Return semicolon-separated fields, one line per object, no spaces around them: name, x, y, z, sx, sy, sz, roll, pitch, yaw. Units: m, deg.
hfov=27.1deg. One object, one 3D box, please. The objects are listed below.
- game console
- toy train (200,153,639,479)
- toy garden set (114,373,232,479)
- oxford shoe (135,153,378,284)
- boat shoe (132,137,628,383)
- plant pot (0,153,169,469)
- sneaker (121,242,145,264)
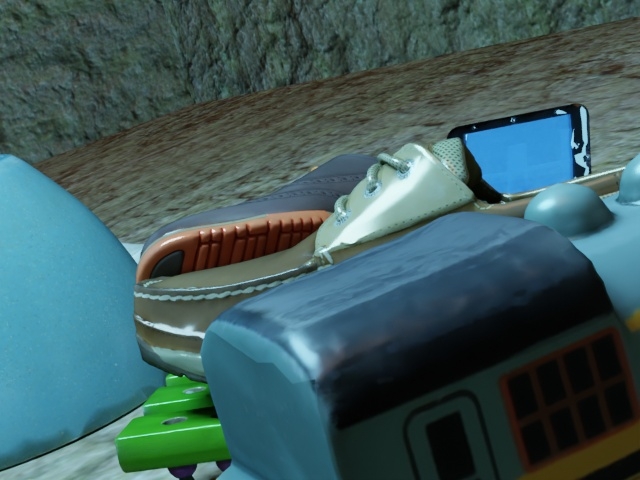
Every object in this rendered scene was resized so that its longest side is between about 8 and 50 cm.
game console;0.161;-0.057;1.176;0.144;0.085;0.124;-9;13;33
toy train;0.121;0.063;0.419;0.334;0.190;0.142;-21;13;-19
toy garden set;0.008;0.093;0.783;0.204;0.049;0.244;-9;7;6
oxford shoe;0.000;0.000;0.830;0.271;0.097;0.098;-4;37;-34
boat shoe;0.064;0.007;0.686;0.324;0.120;0.122;-5;6;10
plant pot;-0.273;0.045;1.033;0.290;0.195;0.290;-16;11;3
sneaker;-0.279;0.024;1.337;0.292;0.118;0.110;-6;14;35
